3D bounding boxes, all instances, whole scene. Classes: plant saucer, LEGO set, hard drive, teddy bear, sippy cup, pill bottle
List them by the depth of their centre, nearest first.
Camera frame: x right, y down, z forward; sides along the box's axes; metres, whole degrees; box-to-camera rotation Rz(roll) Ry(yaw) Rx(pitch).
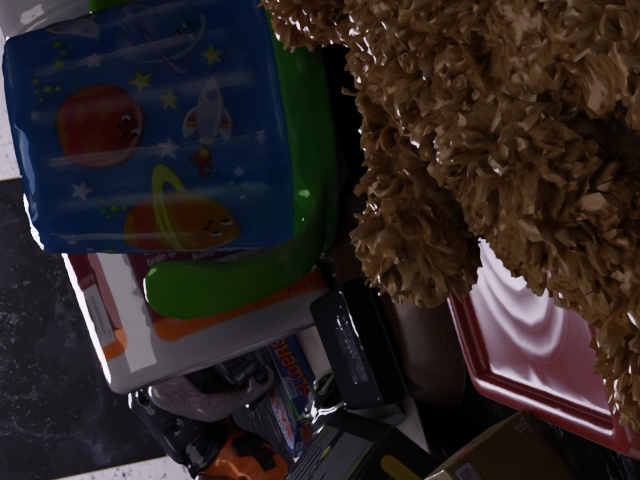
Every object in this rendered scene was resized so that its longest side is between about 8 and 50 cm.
[{"bbox_3d":[0.068,-0.082,0.526,0.338,0.113,0.245,65,146,25],"label":"teddy bear"},{"bbox_3d":[0.106,-0.008,0.727,0.258,0.048,0.259,-169,60,-75],"label":"plant saucer"},{"bbox_3d":[0.050,0.039,1.050,0.198,0.036,0.198,161,90,-78],"label":"plant saucer"},{"bbox_3d":[-0.120,-0.087,1.068,0.305,0.224,0.240,-132,34,-73],"label":"sippy cup"},{"bbox_3d":[0.026,0.082,1.073,0.135,0.022,0.094,142,108,-76],"label":"hard drive"},{"bbox_3d":[-0.002,0.001,1.166,0.023,0.083,0.054,123,160,-47],"label":"LEGO set"},{"bbox_3d":[-0.152,-0.076,1.296,0.224,0.224,0.392,140,110,-76],"label":"pill bottle"}]

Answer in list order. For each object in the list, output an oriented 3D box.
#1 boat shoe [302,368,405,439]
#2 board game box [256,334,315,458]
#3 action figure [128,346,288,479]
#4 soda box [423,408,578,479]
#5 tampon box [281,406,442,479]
[{"bbox_3d":[0.018,0.149,1.246,0.219,0.078,0.070,121,127,-76],"label":"boat shoe"},{"bbox_3d":[-0.051,0.132,1.595,0.136,0.035,0.201,94,153,-60],"label":"board game box"},{"bbox_3d":[-0.121,0.206,1.539,0.330,0.178,0.341,56,165,16],"label":"action figure"},{"bbox_3d":[0.136,0.183,0.755,0.181,0.058,0.061,54,165,8],"label":"soda box"},{"bbox_3d":[0.048,0.205,1.052,0.120,0.101,0.161,39,170,-10],"label":"tampon box"}]
